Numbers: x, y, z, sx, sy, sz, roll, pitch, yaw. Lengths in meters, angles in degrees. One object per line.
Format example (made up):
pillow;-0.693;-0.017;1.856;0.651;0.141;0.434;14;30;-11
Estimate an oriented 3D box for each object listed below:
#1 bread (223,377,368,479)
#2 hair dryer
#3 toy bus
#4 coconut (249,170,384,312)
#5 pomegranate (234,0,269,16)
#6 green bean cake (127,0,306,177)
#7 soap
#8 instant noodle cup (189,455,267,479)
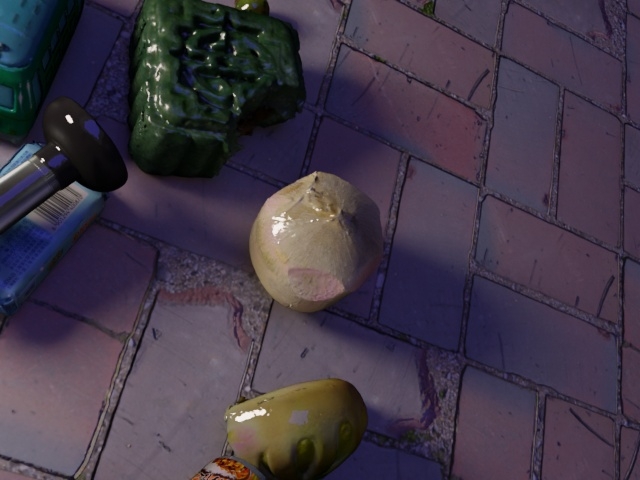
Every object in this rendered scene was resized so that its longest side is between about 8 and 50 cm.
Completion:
bread;-0.023;0.299;1.116;0.260;0.156;0.158;-8;72;-28
hair dryer;-0.475;-0.131;0.974;0.320;0.155;0.284;-33;105;-26
toy bus;-0.496;-0.350;1.130;0.183;0.199;0.344;19;61;-17
coconut;-0.001;-0.002;1.207;0.227;0.230;0.227;11;64;-22
pomegranate;-0.145;-0.461;1.427;0.084;0.073;0.073;12;58;19
green bean cake;-0.178;-0.267;1.268;0.307;0.169;0.300;4;68;-26
soap;-0.455;-0.023;1.084;0.156;0.077;0.293;36;57;-7
instant noodle cup;-0.141;0.394;1.022;0.125;0.177;0.208;-41;128;-46
